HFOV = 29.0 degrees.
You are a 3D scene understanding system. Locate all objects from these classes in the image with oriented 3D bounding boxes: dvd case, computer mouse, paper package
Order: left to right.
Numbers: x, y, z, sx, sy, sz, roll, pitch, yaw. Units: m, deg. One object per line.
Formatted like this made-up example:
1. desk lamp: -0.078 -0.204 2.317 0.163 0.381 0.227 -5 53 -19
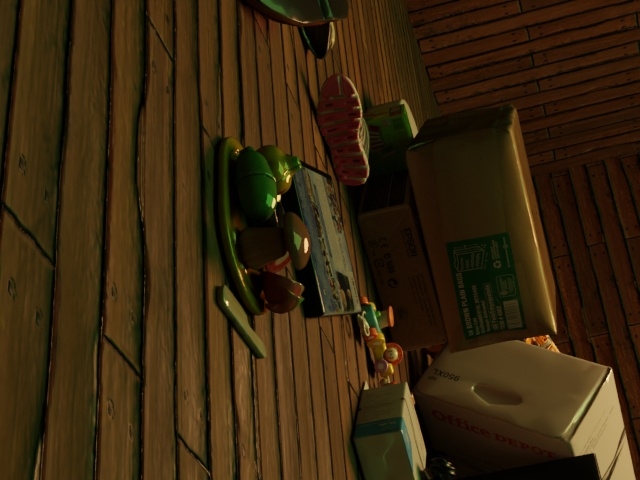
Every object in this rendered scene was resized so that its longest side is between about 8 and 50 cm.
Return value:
1. dvd case: 0.000 0.000 1.448 0.253 0.022 0.180 12 64 -78
2. paper package: 0.253 -0.027 1.920 0.309 0.168 0.324 -51 129 -74
3. computer mouse: 0.216 0.303 1.465 0.042 0.193 0.106 -64 159 -15

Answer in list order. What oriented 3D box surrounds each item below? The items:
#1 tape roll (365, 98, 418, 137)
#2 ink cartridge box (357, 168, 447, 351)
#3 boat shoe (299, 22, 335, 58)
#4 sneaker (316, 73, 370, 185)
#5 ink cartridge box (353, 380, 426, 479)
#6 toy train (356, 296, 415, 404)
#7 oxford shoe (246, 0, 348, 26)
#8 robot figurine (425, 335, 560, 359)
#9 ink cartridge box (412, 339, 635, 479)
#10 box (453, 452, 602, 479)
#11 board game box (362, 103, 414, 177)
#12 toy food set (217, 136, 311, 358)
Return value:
1. tape roll: 0.165 -0.065 2.260 0.392 0.072 0.392 -14 90 -79
2. ink cartridge box: 0.132 0.027 1.929 0.193 0.088 0.234 -73 148 -67
3. boat shoe: -0.009 -0.321 1.697 0.049 0.056 0.152 -97 169 -56
4. sneaker: 0.033 -0.162 1.714 0.075 0.063 0.170 -88 166 -54
5. ink cartridge box: 0.087 0.241 1.499 0.180 0.060 0.104 -69 145 -72
6. toy train: 0.089 0.151 1.615 0.125 0.046 0.166 -101 174 -68
7. oxford shoe: -0.044 -0.279 1.451 0.212 0.076 0.076 -2 81 -63
8. robot figurine: 0.317 0.217 2.156 0.085 0.291 0.211 -42 103 -31
9. ink cartridge box: 0.349 0.353 2.040 0.166 0.285 0.395 -51 137 -31
10. box: 0.304 0.435 1.853 0.103 0.261 0.184 -87 161 -55
11. board game box: 0.115 -0.122 2.005 0.043 0.092 0.181 -81 155 -63
12. toy food set: -0.040 -0.006 1.107 0.128 0.071 0.218 65 16 -48
